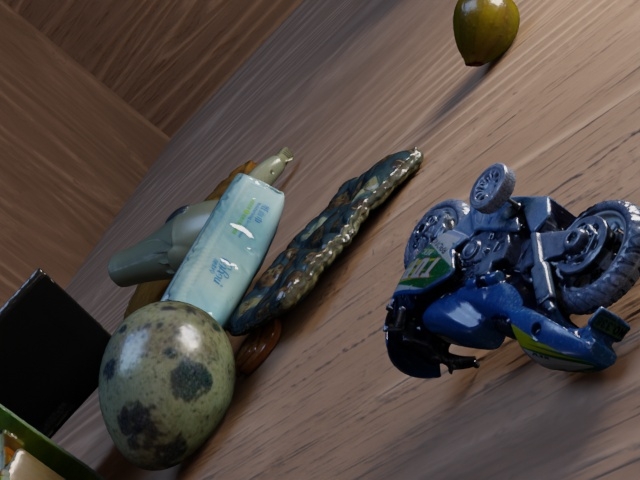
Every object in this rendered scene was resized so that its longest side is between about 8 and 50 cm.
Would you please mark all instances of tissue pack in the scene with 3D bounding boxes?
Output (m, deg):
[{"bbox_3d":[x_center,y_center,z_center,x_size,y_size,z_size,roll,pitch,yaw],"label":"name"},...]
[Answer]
[{"bbox_3d":[-0.135,0.062,1.481,0.263,0.089,0.177,-67,2,-50],"label":"tissue pack"}]

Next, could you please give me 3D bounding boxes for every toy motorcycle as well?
[{"bbox_3d":[0.112,0.031,0.785,0.254,0.092,0.135,2,62,63],"label":"toy motorcycle"}]

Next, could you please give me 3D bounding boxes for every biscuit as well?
[{"bbox_3d":[-0.218,0.012,2.046,0.312,0.057,0.351,-33,21,50],"label":"biscuit"},{"bbox_3d":[-0.072,0.115,1.336,0.078,0.015,0.091,-49,12,5],"label":"biscuit"}]

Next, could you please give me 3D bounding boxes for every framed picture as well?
[{"bbox_3d":[-0.362,0.181,1.451,0.255,0.014,0.339,-49,-19,-10],"label":"framed picture"}]

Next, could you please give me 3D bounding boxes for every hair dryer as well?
[{"bbox_3d":[-0.188,-0.017,1.843,0.296,0.119,0.298,-25,18,23],"label":"hair dryer"}]

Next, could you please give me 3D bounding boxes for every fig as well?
[{"bbox_3d":[0.179,-0.232,1.339,0.074,0.074,0.088,-166,90,-76],"label":"fig"}]

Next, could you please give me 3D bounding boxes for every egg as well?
[{"bbox_3d":[-0.159,0.150,1.264,0.141,0.141,0.182,-35,39,50],"label":"egg"}]

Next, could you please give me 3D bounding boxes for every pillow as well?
[{"bbox_3d":[-0.002,0.002,1.336,0.255,0.034,0.189,-51,12,-23],"label":"pillow"}]

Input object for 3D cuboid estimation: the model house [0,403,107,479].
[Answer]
[{"bbox_3d":[-0.380,0.370,1.193,0.358,0.242,0.313,-48,15,-1],"label":"model house"}]
